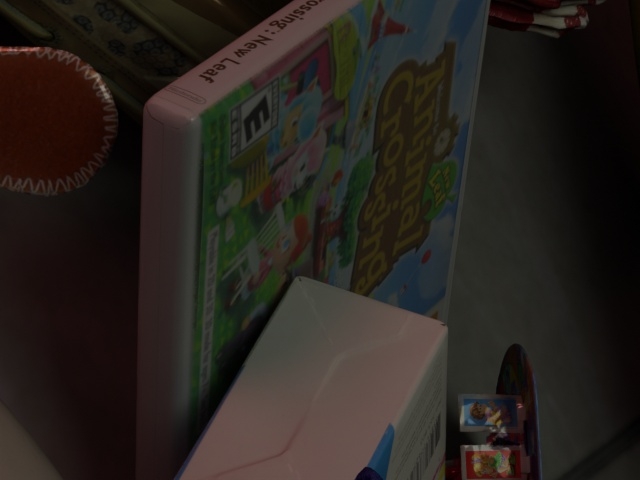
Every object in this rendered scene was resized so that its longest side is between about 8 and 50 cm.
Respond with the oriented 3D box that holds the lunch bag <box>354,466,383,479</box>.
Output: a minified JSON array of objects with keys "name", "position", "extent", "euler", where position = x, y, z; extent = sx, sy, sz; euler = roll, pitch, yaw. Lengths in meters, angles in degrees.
[{"name":"lunch bag","position":[-0.013,0.250,0.557],"extent":[0.221,0.293,0.138],"euler":[43,19,-6]}]

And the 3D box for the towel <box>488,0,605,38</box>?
[{"name":"towel","position":[-0.025,-0.199,0.801],"extent":[0.329,0.037,0.237],"euler":[6,52,-52]}]

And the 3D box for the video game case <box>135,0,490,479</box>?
[{"name":"video game case","position":[0.000,0.000,0.729],"extent":[0.193,0.023,0.212],"euler":[-40,145,-43]}]

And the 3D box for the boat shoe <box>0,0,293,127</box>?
[{"name":"boat shoe","position":[-0.104,-0.110,0.721],"extent":[0.285,0.089,0.104],"euler":[35,34,-27]}]

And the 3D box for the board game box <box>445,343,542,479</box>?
[{"name":"board game box","position":[0.064,0.126,0.789],"extent":[0.033,0.133,0.168],"euler":[0,71,-3]}]

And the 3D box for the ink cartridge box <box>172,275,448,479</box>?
[{"name":"ink cartridge box","position":[0.000,0.116,0.717],"extent":[0.181,0.061,0.104],"euler":[87,26,-46]}]

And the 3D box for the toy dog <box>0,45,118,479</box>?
[{"name":"toy dog","position":[-0.140,0.027,0.590],"extent":[0.333,0.161,0.220],"euler":[56,46,-11]}]

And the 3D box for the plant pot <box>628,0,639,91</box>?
[{"name":"plant pot","position":[0.300,-0.066,0.932],"extent":[0.366,0.366,0.353],"euler":[15,77,-38]}]
